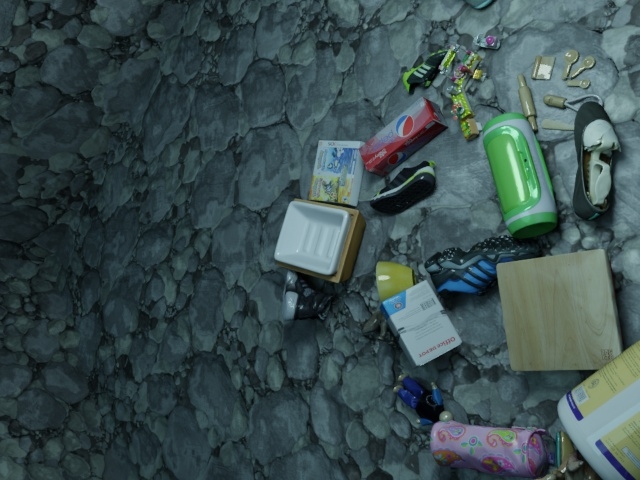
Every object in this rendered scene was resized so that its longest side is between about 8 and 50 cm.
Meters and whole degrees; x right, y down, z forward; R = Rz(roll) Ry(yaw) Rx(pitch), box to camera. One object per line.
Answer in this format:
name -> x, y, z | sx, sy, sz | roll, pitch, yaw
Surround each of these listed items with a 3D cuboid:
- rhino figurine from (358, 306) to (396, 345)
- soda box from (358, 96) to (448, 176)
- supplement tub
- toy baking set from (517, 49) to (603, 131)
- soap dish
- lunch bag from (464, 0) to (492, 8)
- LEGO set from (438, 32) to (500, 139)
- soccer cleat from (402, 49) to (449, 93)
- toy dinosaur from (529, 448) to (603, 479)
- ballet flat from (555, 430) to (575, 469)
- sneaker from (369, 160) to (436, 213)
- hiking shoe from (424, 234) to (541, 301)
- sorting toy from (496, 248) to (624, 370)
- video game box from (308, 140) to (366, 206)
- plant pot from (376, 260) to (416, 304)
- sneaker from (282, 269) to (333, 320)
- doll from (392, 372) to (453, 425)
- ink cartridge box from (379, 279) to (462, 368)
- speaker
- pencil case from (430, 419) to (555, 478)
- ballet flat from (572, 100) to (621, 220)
rhino figurine -> 0.204, 0.242, 1.809 | 0.243, 0.073, 0.106 | 2, 65, 45
soda box -> 0.239, -0.300, 1.862 | 0.263, 0.083, 0.092 | -37, 60, 33
supplement tub -> 0.663, 0.318, 1.223 | 0.331, 0.241, 0.241 | -44, 55, 18
toy baking set -> 0.589, -0.358, 1.569 | 0.196, 0.030, 0.256 | -17, 72, 41
soap dish -> 0.000, 0.000, 2.005 | 0.290, 0.118, 0.229 | 14, 87, 44
lunch bag -> 0.453, -0.797, 1.721 | 0.279, 0.108, 0.224 | -49, 48, 25
LEGO set -> 0.385, -0.425, 1.724 | 0.132, 0.107, 0.287 | 15, 94, 44
soccer cleat -> 0.316, -0.491, 1.843 | 0.179, 0.060, 0.072 | -26, 75, 45
toy dinosaur -> 0.547, 0.501, 1.293 | 0.127, 0.200, 0.296 | 20, 139, 54
ballet flat -> 0.564, 0.548, 1.427 | 0.073, 0.080, 0.232 | 3, 87, 16
sneaker -> 0.247, -0.158, 1.852 | 0.234, 0.084, 0.097 | -26, 42, 37
hiking shoe -> 0.424, 0.072, 1.628 | 0.304, 0.113, 0.132 | -13, 104, 35
sorting toy -> 0.558, 0.163, 1.460 | 0.255, 0.089, 0.257 | -12, 82, 42
video game box -> 0.055, -0.221, 2.052 | 0.187, 0.048, 0.205 | 9, 90, 47
plant pot -> 0.220, 0.119, 1.793 | 0.095, 0.134, 0.134 | -9, 76, 16
sneaker -> -0.042, 0.177, 2.044 | 0.269, 0.153, 0.101 | -92, 14, -61
doll -> 0.283, 0.436, 1.720 | 0.189, 0.046, 0.129 | 34, 108, 42
ink cartridge box -> 0.263, 0.223, 1.679 | 0.191, 0.139, 0.082 | 62, 170, 14
speaker -> 0.490, -0.161, 1.563 | 0.131, 0.131, 0.297 | -26, 64, 39
pencil case -> 0.410, 0.505, 1.541 | 0.284, 0.124, 0.124 | -10, 76, 42
ballet flat -> 0.637, -0.186, 1.446 | 0.096, 0.095, 0.281 | 175, 96, -84
